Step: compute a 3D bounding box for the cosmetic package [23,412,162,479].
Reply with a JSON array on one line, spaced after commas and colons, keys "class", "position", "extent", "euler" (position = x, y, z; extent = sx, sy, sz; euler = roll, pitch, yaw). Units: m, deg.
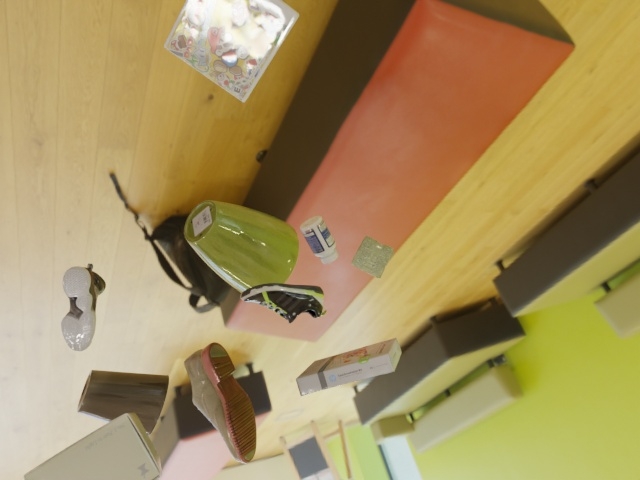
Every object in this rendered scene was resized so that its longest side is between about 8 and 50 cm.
[{"class": "cosmetic package", "position": [-0.364, 0.380, 0.858], "extent": [0.160, 0.113, 0.309], "euler": [-28, 172, -25]}]

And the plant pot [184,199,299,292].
[{"class": "plant pot", "position": [-0.261, 0.000, 1.566], "extent": [0.274, 0.275, 0.293], "euler": [-33, 139, 21]}]

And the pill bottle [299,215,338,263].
[{"class": "pill bottle", "position": [0.000, 0.000, 1.356], "extent": [0.067, 0.067, 0.120], "euler": [-26, 109, 10]}]

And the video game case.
[{"class": "video game case", "position": [-0.190, -0.441, 1.072], "extent": [0.206, 0.026, 0.227], "euler": [33, 121, -14]}]

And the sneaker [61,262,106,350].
[{"class": "sneaker", "position": [-0.742, 0.205, 1.617], "extent": [0.101, 0.269, 0.153], "euler": [2, -172, -3]}]

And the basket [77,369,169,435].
[{"class": "basket", "position": [-0.615, 0.490, 1.577], "extent": [0.226, 0.154, 0.205], "euler": [20, 100, -23]}]

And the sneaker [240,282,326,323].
[{"class": "sneaker", "position": [-0.090, 0.166, 1.325], "extent": [0.234, 0.097, 0.084], "euler": [3, 163, -21]}]

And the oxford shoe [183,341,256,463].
[{"class": "oxford shoe", "position": [-0.290, 0.477, 1.477], "extent": [0.130, 0.349, 0.123], "euler": [-25, 169, 21]}]

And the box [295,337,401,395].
[{"class": "box", "position": [0.060, 0.246, 0.999], "extent": [0.186, 0.038, 0.145], "euler": [-18, 177, 14]}]

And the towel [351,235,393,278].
[{"class": "towel", "position": [0.163, 0.053, 1.601], "extent": [0.110, 0.027, 0.148], "euler": [26, 137, 6]}]
